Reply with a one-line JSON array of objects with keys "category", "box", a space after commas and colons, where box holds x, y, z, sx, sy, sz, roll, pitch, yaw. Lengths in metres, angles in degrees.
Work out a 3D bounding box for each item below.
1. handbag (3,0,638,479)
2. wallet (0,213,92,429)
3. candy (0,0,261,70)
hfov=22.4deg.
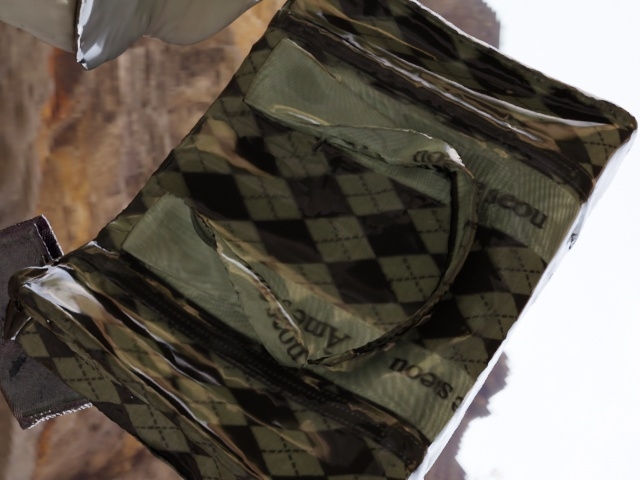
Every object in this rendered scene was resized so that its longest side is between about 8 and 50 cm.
[{"category": "handbag", "box": [0.000, 0.000, 1.184, 0.317, 0.180, 0.416, 33, -117, 6]}, {"category": "wallet", "box": [-0.236, 0.069, 1.322, 0.111, 0.030, 0.165, -19, -75, 23]}, {"category": "candy", "box": [-0.029, -0.269, 0.740, 0.186, 0.386, 0.427, 47, -61, 11]}]
